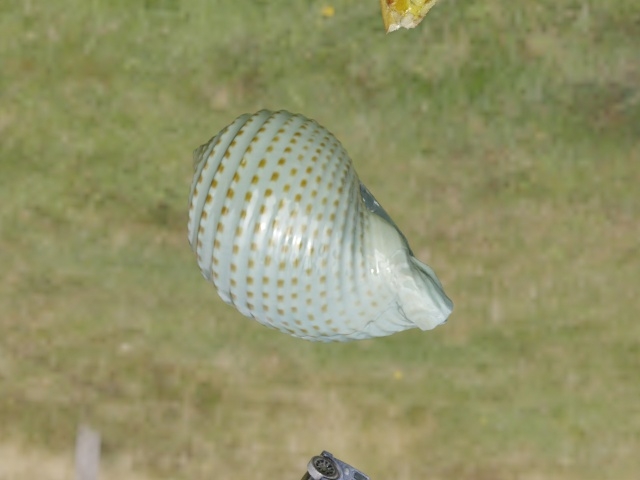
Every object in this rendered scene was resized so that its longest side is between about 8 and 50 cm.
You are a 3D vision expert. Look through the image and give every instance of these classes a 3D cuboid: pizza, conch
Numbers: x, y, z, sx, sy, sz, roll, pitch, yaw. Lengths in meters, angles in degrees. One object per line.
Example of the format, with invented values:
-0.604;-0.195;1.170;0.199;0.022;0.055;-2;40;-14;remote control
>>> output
0.087;-0.280;1.730;0.036;0.160;0.099;1;-174;-30;pizza
-0.015;0.007;1.997;0.215;0.319;0.303;-36;172;12;conch

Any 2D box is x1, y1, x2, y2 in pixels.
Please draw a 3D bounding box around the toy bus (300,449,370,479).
0.005;0.271;1.622;0.076;0.167;0.073;27;119;-12;toy bus
